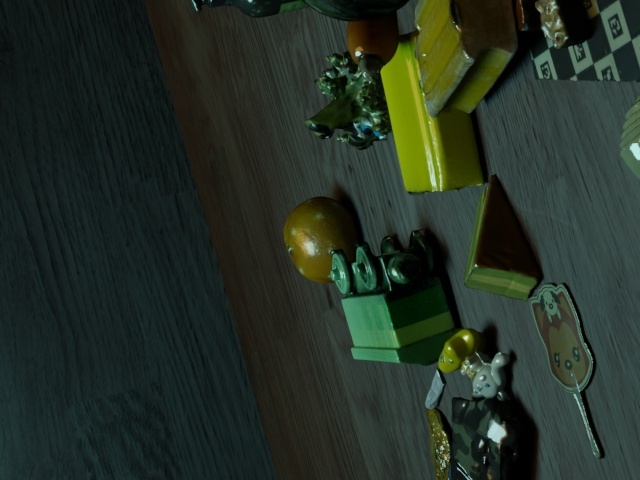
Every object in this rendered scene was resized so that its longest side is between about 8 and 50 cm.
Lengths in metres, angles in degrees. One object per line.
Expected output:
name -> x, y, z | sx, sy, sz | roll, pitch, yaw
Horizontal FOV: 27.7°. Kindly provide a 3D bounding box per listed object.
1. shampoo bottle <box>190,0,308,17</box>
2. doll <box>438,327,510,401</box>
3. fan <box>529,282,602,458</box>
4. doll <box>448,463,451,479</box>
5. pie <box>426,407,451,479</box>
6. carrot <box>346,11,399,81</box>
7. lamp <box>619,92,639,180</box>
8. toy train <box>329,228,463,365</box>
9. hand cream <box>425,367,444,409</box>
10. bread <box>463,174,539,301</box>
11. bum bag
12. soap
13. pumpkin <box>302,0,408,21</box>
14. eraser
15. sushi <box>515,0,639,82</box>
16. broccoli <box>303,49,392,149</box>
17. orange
shampoo bottle -> -0.051, -0.373, 1.827 | 0.101, 0.284, 0.101 | 165, 90, -76
doll -> 0.222, 0.180, 1.807 | 0.113, 0.071, 0.135 | 36, 148, 39
fan -> 0.303, 0.158, 1.569 | 0.132, 0.009, 0.220 | 137, 118, -74
doll -> 0.226, 0.361, 1.969 | 0.083, 0.050, 0.076 | -120, 26, -50
pie -> 0.199, 0.349, 2.083 | 0.092, 0.034, 0.170 | 140, 121, -76
carrot -> 0.073, -0.342, 1.713 | 0.069, 0.069, 0.336 | 101, 175, -58
lamp -> 0.331, -0.052, 1.116 | 0.193, 0.106, 0.106 | 62, 163, 11
toy train -> 0.107, 0.092, 2.009 | 0.301, 0.120, 0.202 | 165, 88, -76
hand cream -> 0.184, 0.240, 2.074 | 0.093, 0.019, 0.030 | 105, 150, -48
bread -> 0.238, -0.004, 1.650 | 0.074, 0.084, 0.139 | 103, 180, -61
bum bag -> 0.236, 0.359, 1.846 | 0.144, 0.095, 0.340 | 32, 138, 47
soap -> 0.164, -0.243, 1.525 | 0.232, 0.073, 0.140 | 116, 148, -78
pumpkin -> 0.065, -0.386, 1.573 | 0.250, 0.216, 0.250 | -169, 90, -71
eraser -> 0.143, -0.172, 1.730 | 0.158, 0.069, 0.226 | -170, 67, -76
sushi -> 0.246, -0.252, 1.327 | 0.279, 0.043, 0.192 | -157, 54, -72
broccoli -> 0.045, -0.199, 1.899 | 0.154, 0.160, 0.167 | 49, 155, -7
orange -> 0.000, 0.000, 2.304 | 0.156, 0.124, 0.156 | 169, 90, -75
